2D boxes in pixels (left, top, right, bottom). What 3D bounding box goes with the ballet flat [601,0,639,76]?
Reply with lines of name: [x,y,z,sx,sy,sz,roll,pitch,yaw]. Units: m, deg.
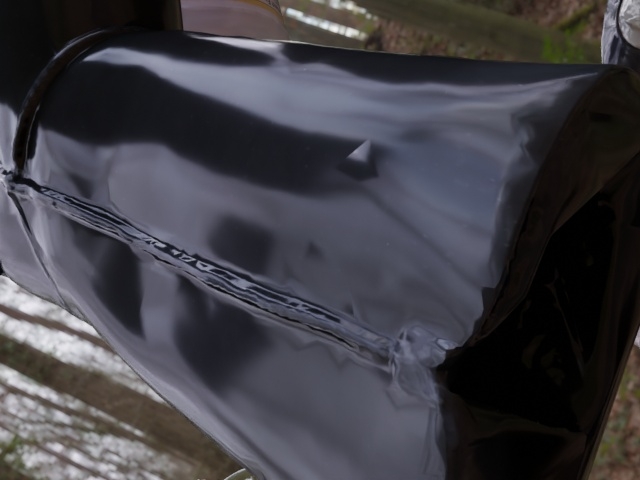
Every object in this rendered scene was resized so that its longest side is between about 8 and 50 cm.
ballet flat: [0.263,-0.208,0.853,0.074,0.074,0.203,-3,-67,-67]

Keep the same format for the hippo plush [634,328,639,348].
hippo plush: [0.295,-0.054,1.020,0.294,0.236,0.234,-57,-36,-10]

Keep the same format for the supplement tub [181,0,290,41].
supplement tub: [-0.163,-0.229,1.055,0.241,0.241,0.331,25,-132,-69]

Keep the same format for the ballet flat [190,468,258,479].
ballet flat: [-0.001,0.289,1.218,0.147,0.409,0.147,-10,-90,-73]

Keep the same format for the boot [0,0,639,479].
boot: [-0.044,-0.087,0.534,0.146,0.445,0.367,-11,-68,-33]
